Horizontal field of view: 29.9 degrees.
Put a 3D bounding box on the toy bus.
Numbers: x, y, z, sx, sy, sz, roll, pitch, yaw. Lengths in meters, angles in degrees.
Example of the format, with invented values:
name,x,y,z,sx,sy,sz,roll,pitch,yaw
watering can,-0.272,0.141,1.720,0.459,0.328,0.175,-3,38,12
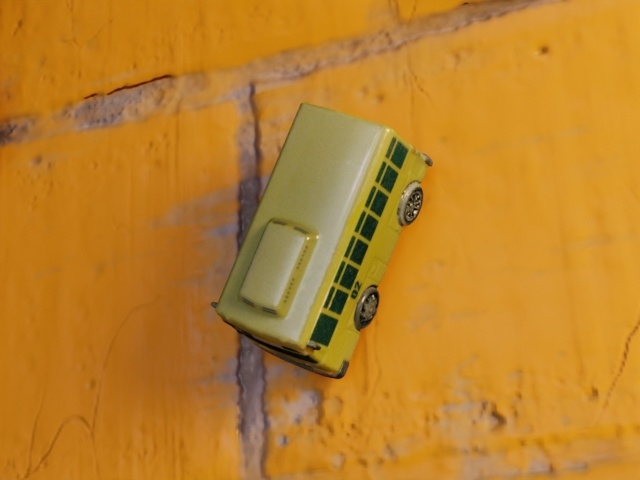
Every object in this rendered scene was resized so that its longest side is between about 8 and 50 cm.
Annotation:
name,x,y,z,sx,sy,sz,roll,pitch,yaw
toy bus,0.000,0.000,0.840,0.088,0.101,0.175,20,84,28
